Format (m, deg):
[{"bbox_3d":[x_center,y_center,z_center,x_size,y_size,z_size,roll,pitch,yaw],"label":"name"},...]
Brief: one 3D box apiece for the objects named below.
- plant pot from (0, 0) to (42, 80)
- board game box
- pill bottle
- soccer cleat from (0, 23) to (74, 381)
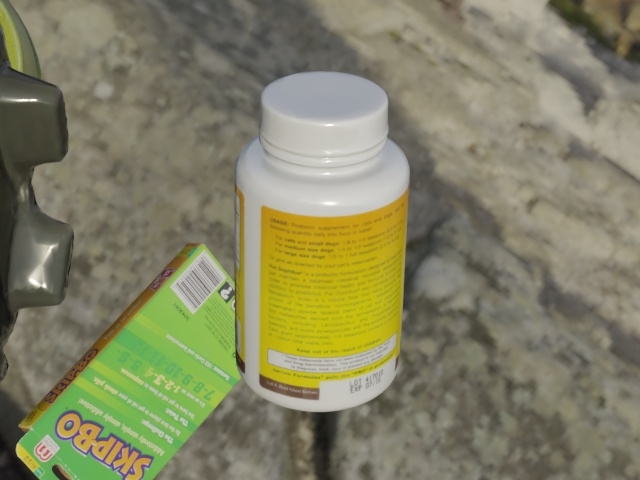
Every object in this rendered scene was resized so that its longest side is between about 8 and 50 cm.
[{"bbox_3d":[-0.472,-0.183,1.742,0.366,0.366,0.353,19,-6,-17],"label":"plant pot"},{"bbox_3d":[-0.159,0.134,1.416,0.259,0.039,0.124,-50,116,-27],"label":"board game box"},{"bbox_3d":[0.000,0.000,1.054,0.117,0.215,0.117,1,29,-1],"label":"pill bottle"},{"bbox_3d":[-0.126,-0.091,0.343,0.121,0.289,0.093,5,24,11],"label":"soccer cleat"}]
